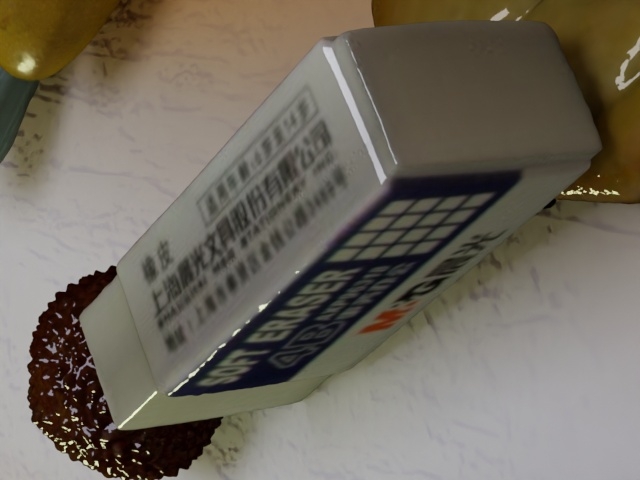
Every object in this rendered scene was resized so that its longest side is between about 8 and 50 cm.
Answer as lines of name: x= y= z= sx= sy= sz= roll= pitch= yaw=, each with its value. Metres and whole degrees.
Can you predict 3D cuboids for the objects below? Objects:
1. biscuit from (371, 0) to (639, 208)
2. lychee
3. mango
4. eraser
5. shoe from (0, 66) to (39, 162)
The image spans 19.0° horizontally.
biscuit: x=0.113 y=-0.117 z=0.904 sx=0.260 sy=0.041 sz=0.203 roll=12 pitch=91 yaw=49
lychee: x=-0.107 y=0.073 z=1.068 sx=0.129 sy=0.123 sz=0.123 roll=162 pitch=114 yaw=-69
mango: x=-0.148 y=-0.220 z=1.181 sx=0.138 sy=0.113 sz=0.253 roll=22 pitch=98 yaw=32
eraser: x=0.000 y=0.000 z=0.911 sx=0.279 sy=0.124 sz=0.081 roll=-44 pitch=61 yaw=48
shoe: x=-0.225 y=-0.151 z=1.286 sx=0.100 sy=0.103 sz=0.251 roll=113 pitch=176 yaw=-81
